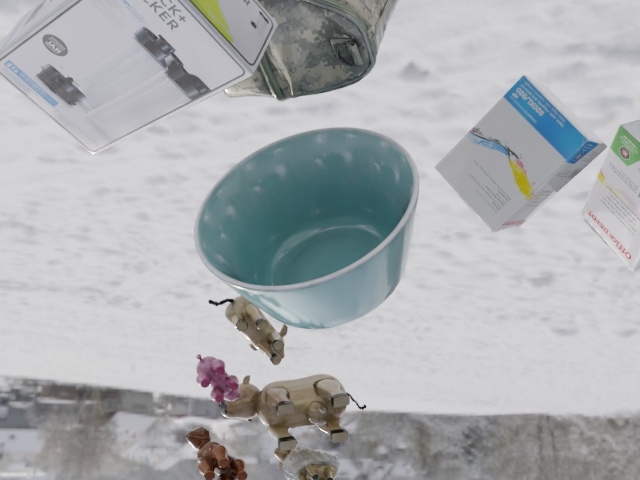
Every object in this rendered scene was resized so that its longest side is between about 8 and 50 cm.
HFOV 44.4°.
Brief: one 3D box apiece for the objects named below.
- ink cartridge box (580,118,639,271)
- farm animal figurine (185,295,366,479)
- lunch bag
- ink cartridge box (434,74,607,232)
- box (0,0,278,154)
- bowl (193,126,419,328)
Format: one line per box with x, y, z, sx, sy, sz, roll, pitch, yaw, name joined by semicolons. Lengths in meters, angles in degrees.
0.717;-0.101;1.731;0.117;0.201;0.278;-17;141;-19;ink cartridge box
-0.088;0.270;1.392;0.327;0.330;0.172;14;-171;-21;farm animal figurine
-0.002;-0.351;1.087;0.256;0.305;0.212;8;143;22;lunch bag
0.366;-0.153;1.441;0.232;0.168;0.171;-47;160;23;ink cartridge box
-0.211;-0.216;0.858;0.290;0.087;0.169;-16;132;38;box
0.000;0.000;1.089;0.312;0.311;0.163;-7;135;17;bowl
